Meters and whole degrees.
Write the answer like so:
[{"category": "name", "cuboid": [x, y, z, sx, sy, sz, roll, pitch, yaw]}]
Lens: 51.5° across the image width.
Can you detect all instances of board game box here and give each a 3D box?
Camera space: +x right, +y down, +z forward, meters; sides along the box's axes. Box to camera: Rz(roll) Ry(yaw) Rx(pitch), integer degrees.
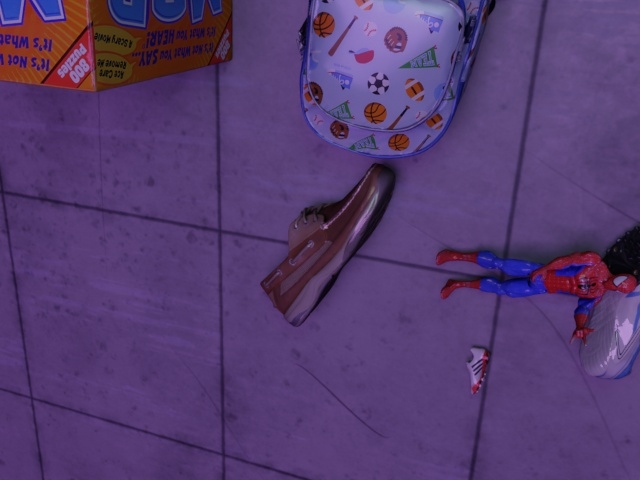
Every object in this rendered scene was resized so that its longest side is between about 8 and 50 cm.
[{"category": "board game box", "cuboid": [-0.358, -0.424, 0.911, 0.356, 0.356, 0.357, 10, 113, 18]}]

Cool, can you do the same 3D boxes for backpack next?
[{"category": "backpack", "cuboid": [0.091, -0.245, 0.898, 0.276, 0.213, 0.264, 15, 125, 13]}]

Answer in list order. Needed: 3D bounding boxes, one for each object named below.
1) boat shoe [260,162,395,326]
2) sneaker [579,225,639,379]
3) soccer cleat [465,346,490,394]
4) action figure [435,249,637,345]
[{"category": "boat shoe", "cuboid": [0.000, 0.000, 1.068, 0.116, 0.123, 0.324, 38, 117, 7]}, {"category": "sneaker", "cuboid": [0.445, 0.089, 0.957, 0.086, 0.085, 0.237, 5, 108, -25]}, {"category": "soccer cleat", "cuboid": [0.256, 0.215, 1.099, 0.035, 0.029, 0.083, 18, 112, 24]}, {"category": "action figure", "cuboid": [0.292, 0.069, 0.941, 0.280, 0.139, 0.092, -1, 112, 32]}]
